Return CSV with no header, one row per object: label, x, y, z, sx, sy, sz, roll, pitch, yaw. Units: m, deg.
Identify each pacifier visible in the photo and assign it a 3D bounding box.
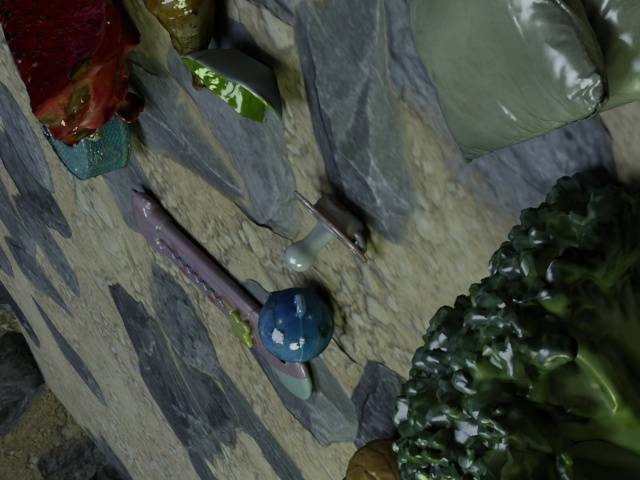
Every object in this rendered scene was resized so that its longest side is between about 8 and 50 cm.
pacifier,0.000,0.000,1.040,0.099,0.078,0.081,42,174,32

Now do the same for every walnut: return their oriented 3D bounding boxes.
walnut,0.073,0.267,1.210,0.105,0.105,0.124,64,172,-14

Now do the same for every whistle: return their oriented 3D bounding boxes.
whistle,-0.029,0.100,1.216,0.090,0.090,0.158,49,156,21

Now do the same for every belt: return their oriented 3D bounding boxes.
belt,-0.308,-0.157,1.455,0.163,0.082,0.148,53,147,28

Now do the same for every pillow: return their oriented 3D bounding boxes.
pillow,0.117,-0.120,0.646,0.134,0.077,0.181,62,160,-3

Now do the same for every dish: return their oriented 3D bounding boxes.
dish,-0.069,-0.149,1.021,0.091,0.039,0.137,43,171,-33

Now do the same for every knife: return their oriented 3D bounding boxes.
knife,-0.141,0.064,1.458,0.398,0.038,0.132,42,150,34

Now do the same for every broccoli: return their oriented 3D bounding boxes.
broccoli,0.177,0.117,0.738,0.245,0.248,0.288,20,142,-2

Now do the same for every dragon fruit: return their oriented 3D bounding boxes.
dragon fruit,-0.273,-0.209,1.284,0.211,0.134,0.262,72,172,-58

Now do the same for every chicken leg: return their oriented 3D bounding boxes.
chicken leg,-0.130,-0.214,1.055,0.093,0.070,0.178,48,166,32
